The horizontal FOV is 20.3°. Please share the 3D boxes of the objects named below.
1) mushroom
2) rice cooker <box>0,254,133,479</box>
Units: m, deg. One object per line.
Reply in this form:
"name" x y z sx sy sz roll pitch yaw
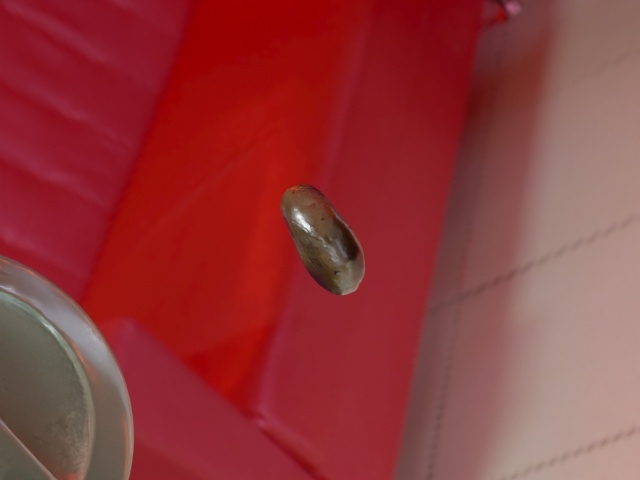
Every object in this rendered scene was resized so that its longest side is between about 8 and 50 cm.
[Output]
"mushroom" 0.000 0.000 1.794 0.052 0.123 0.123 -30 23 -14
"rice cooker" -0.290 0.156 1.292 0.288 0.288 0.277 -64 8 -32
